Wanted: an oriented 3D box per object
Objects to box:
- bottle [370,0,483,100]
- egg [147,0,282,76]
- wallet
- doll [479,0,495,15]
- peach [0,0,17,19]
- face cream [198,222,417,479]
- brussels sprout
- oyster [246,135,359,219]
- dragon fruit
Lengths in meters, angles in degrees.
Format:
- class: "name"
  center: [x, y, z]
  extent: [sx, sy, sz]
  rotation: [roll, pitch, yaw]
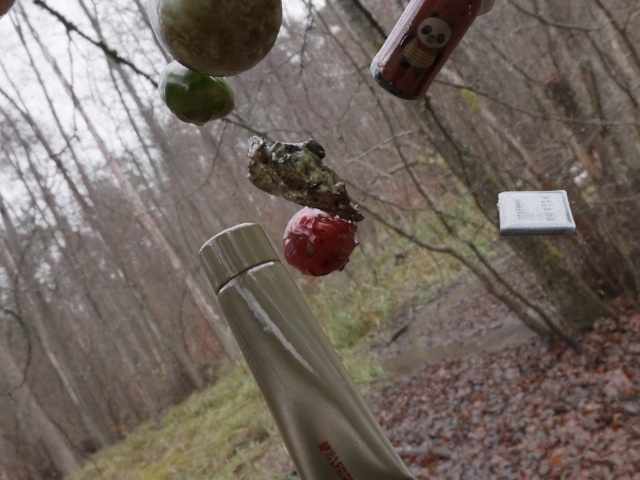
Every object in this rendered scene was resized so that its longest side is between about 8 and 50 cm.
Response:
- class: "bottle"
  center: [0.243, -0.470, 1.247]
  extent: [0.144, 0.144, 0.336]
  rotation: [-27, -23, -46]
- class: "egg"
  center: [-0.190, -0.413, 1.055]
  extent: [0.238, 0.238, 0.289]
  rotation: [-30, 20, 19]
- class: "wallet"
  center: [0.500, -0.065, 1.374]
  extent: [0.168, 0.036, 0.222]
  rotation: [0, 25, 17]
- class: "doll"
  center: [0.360, -0.642, 1.325]
  extent: [0.221, 0.250, 0.221]
  rotation: [-9, 30, 5]
- class: "peach"
  center: [-0.345, -0.308, 0.494]
  extent: [0.246, 0.248, 0.274]
  rotation: [-16, 43, 11]
- class: "face cream"
  center: [-0.026, 0.142, 0.640]
  extent: [0.137, 0.341, 0.084]
  rotation: [-37, -17, 27]
- class: "brussels sprout"
  center: [-0.274, -0.326, 1.286]
  extent: [0.162, 0.143, 0.181]
  rotation: [-6, 3, -29]
- class: "oyster"
  center: [-0.037, -0.110, 1.067]
  extent: [0.092, 0.198, 0.259]
  rotation: [-60, -33, -19]
- class: "dragon fruit"
  center: [0.000, 0.000, 1.342]
  extent: [0.209, 0.172, 0.172]
  rotation: [-48, -11, 27]
